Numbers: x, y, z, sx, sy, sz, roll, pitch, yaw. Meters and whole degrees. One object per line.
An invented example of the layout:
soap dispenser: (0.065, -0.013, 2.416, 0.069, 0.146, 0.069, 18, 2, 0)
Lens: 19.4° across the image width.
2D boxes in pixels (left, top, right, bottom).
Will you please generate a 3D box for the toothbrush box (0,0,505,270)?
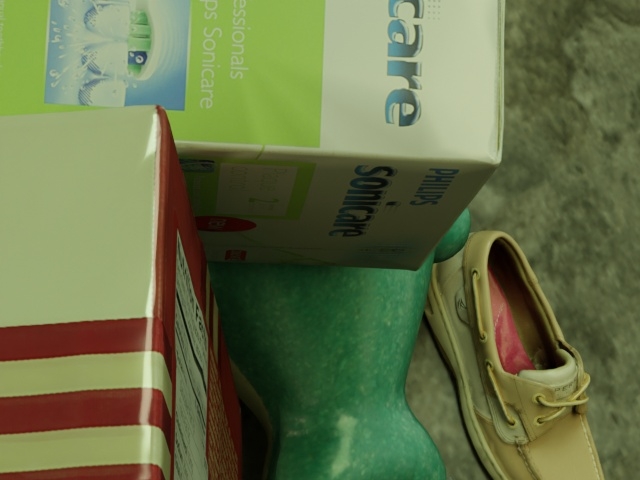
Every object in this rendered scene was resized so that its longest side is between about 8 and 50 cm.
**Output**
toothbrush box: (-0.087, -0.068, 0.694, 0.283, 0.206, 0.122, 2, 79, -5)

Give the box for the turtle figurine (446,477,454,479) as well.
turtle figurine: (0.108, 0.205, 0.815, 0.198, 0.266, 0.274, 30, 87, 8)

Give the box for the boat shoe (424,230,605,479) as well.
boat shoe: (0.108, 0.073, 0.976, 0.063, 0.059, 0.170, -29, 92, -39)

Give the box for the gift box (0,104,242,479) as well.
gift box: (-0.162, 0.122, 0.583, 0.258, 0.255, 0.276, -3, 54, 4)

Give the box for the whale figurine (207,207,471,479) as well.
whale figurine: (0.000, 0.000, 0.871, 0.216, 0.141, 0.272, -7, 79, -38)
